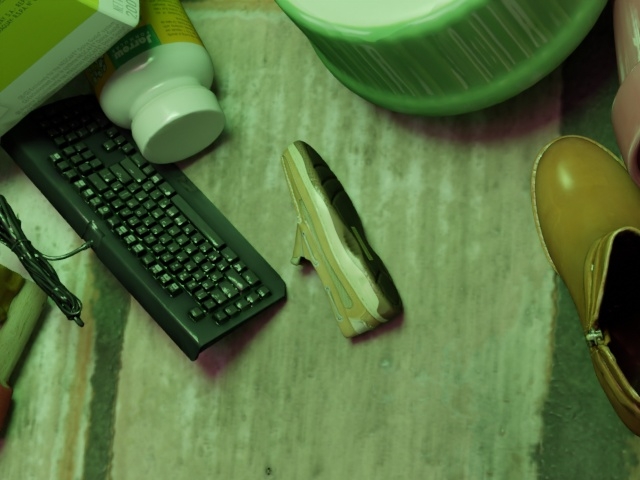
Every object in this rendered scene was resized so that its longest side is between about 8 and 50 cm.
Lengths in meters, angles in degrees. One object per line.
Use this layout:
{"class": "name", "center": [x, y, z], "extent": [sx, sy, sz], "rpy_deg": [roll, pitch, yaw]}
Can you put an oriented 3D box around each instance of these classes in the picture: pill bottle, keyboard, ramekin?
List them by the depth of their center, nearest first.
{"class": "ramekin", "center": [0.087, -0.269, 0.982], "extent": [0.303, 0.148, 0.303], "rpy_deg": [-7, 75, 25]}
{"class": "keyboard", "center": [-0.200, -0.012, 1.112], "extent": [0.201, 0.033, 0.317], "rpy_deg": [-34, 65, -27]}
{"class": "pill bottle", "center": [-0.175, -0.182, 1.148], "extent": [0.117, 0.117, 0.208], "rpy_deg": [-31, 70, 8]}

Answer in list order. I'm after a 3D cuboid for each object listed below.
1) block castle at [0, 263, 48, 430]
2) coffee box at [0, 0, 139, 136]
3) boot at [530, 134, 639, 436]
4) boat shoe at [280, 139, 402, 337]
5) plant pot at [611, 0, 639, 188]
{"class": "block castle", "center": [-0.520, 0.039, 1.109], "extent": [0.453, 0.303, 0.213], "rpy_deg": [21, 78, 21]}
{"class": "coffee box", "center": [-0.396, -0.304, 1.049], "extent": [0.338, 0.334, 0.338], "rpy_deg": [-28, 56, 36]}
{"class": "boot", "center": [0.224, 0.020, 0.916], "extent": [0.109, 0.220, 0.284], "rpy_deg": [-15, 73, 14]}
{"class": "boat shoe", "center": [0.000, 0.000, 1.079], "extent": [0.072, 0.068, 0.190], "rpy_deg": [-33, 69, 20]}
{"class": "plant pot", "center": [0.322, -0.156, 0.956], "extent": [0.201, 0.201, 0.180], "rpy_deg": [-19, 56, 12]}
